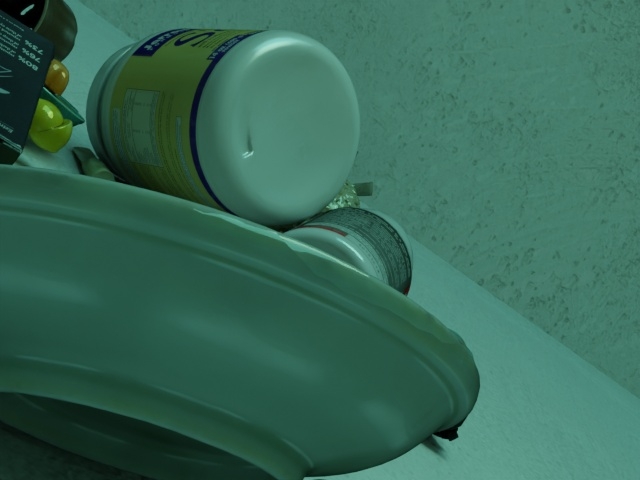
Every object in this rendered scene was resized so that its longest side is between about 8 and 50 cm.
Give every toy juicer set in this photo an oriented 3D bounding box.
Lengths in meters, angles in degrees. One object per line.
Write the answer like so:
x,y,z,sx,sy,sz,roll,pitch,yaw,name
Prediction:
-0.331,-0.169,1.543,0.209,0.089,0.329,42,-1,43,toy juicer set

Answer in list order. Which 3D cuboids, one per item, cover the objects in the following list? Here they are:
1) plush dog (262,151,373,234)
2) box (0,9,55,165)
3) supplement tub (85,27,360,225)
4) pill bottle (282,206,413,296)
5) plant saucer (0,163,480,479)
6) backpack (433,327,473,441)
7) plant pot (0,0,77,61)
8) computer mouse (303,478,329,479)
0.000,0.000,1.813,0.262,0.210,0.225,29,34,-39,plush dog
-0.352,-0.140,1.175,0.153,0.108,0.207,32,30,-21,box
-0.135,-0.155,1.632,0.241,0.241,0.331,28,-10,-40,supplement tub
0.023,0.046,1.531,0.161,0.161,0.283,36,16,7,pill bottle
-0.105,0.085,0.797,0.400,0.100,0.400,15,-20,6,plant saucer
0.124,0.160,1.561,0.152,0.115,0.182,33,6,-1,backpack
-0.466,-0.347,1.950,0.167,0.167,0.165,37,2,14,plant pot
-0.026,0.208,0.956,0.071,0.041,0.242,40,10,23,computer mouse
